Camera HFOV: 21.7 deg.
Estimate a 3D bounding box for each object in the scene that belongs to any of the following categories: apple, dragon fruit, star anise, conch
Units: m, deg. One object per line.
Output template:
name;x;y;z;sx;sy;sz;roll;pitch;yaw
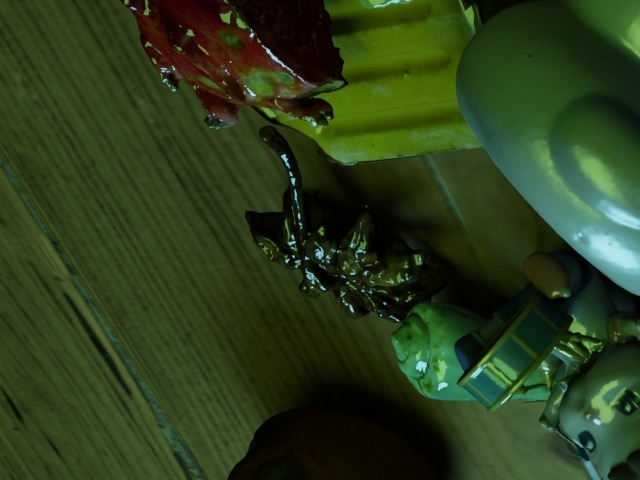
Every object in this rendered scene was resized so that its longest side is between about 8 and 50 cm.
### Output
apple;0.002;0.268;1.547;0.230;0.230;0.230;23;138;23
dragon fruit;-0.101;-0.189;1.184;0.161;0.126;0.274;-24;81;42
star anise;-0.001;-0.003;1.387;0.234;0.073;0.177;42;153;-18
conch;0.131;0.101;1.389;0.170;0.079;0.106;20;-177;-17

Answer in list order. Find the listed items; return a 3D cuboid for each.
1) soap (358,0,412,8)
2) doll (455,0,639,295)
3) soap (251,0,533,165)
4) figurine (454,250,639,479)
soap;-0.005;-0.362;1.018;0.306;0.115;0.427;-35;93;42
doll;0.211;-0.097;1.052;0.251;0.221;0.221;52;141;3
soap;0.041;-0.142;1.237;0.257;0.080;0.160;-4;121;43
figurine;0.235;0.130;1.262;0.275;0.158;0.161;37;137;6
